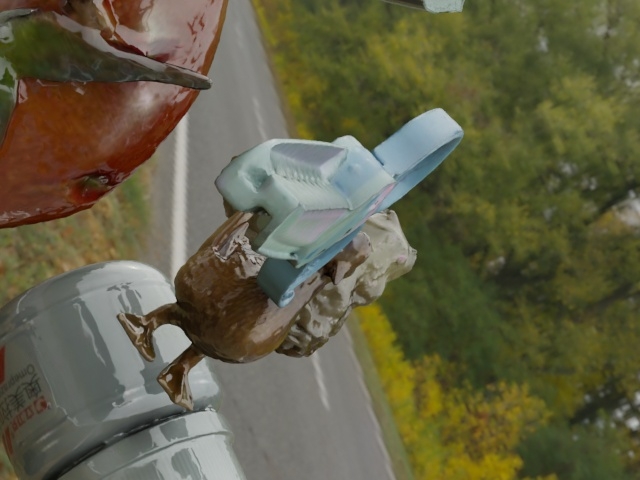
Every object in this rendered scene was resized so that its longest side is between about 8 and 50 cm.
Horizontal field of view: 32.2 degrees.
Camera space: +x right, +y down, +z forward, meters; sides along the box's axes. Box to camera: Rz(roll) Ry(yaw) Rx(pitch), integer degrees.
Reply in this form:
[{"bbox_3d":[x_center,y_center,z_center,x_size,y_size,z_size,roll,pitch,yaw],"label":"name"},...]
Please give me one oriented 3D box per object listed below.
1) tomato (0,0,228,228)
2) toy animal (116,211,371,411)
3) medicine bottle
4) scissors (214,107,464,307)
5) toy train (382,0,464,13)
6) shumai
[{"bbox_3d":[-0.171,-0.114,0.672,0.309,0.309,0.170,-112,-177,-53],"label":"tomato"},{"bbox_3d":[-0.049,0.028,0.786,0.089,0.179,0.188,54,6,-21],"label":"toy animal"},{"bbox_3d":[-0.223,0.203,1.228,0.306,0.245,0.245,61,1,19],"label":"medicine bottle"},{"bbox_3d":[0.002,-0.015,0.451,0.030,0.125,0.256,48,8,7],"label":"scissors"},{"bbox_3d":[0.045,-0.251,1.032,0.252,0.048,0.055,32,-46,57],"label":"toy train"},{"bbox_3d":[0.000,0.000,1.085,0.166,0.175,0.206,153,-81,-78],"label":"shumai"}]
